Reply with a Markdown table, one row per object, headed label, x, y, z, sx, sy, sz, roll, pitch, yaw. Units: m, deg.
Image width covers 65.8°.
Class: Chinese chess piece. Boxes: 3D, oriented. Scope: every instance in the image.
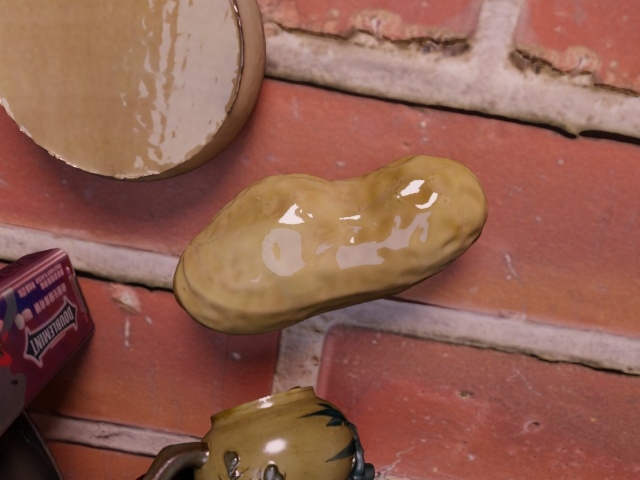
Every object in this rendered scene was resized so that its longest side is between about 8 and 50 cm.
| label | x | y | z | sx | sy | sz | roll | pitch | yaw |
| --- | --- | --- | --- | --- | --- | --- | --- | --- | --- |
| Chinese chess piece | -0.175 | -0.177 | 0.449 | 0.249 | 0.103 | 0.250 | 1 | 108 | 2 |

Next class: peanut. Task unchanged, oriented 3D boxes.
| label | x | y | z | sx | sy | sz | roll | pitch | yaw |
| --- | --- | --- | --- | --- | --- | --- | --- | --- | --- |
| peanut | 0.000 | 0.000 | 0.477 | 0.318 | 0.147 | 0.148 | -17 | 106 | 11 |

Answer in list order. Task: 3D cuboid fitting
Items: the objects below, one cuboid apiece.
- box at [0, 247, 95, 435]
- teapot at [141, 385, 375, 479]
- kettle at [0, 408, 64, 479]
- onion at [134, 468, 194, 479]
| label | x | y | z | sx | sy | sz | roll | pitch | yaw |
| --- | --- | --- | --- | --- | --- | --- | --- | --- | --- |
| box | -0.304 | 0.095 | 0.476 | 0.068 | 0.224 | 0.120 | -12 | 108 | 1 |
| teapot | -0.051 | 0.261 | 0.519 | 0.173 | 0.269 | 0.183 | -37 | 64 | 47 |
| kettle | -0.357 | 0.259 | 0.443 | 0.324 | 0.228 | 0.321 | 42 | 151 | 16 |
| onion | -0.166 | 0.401 | 0.572 | 0.280 | 0.221 | 0.281 | 5 | 76 | -19 |
